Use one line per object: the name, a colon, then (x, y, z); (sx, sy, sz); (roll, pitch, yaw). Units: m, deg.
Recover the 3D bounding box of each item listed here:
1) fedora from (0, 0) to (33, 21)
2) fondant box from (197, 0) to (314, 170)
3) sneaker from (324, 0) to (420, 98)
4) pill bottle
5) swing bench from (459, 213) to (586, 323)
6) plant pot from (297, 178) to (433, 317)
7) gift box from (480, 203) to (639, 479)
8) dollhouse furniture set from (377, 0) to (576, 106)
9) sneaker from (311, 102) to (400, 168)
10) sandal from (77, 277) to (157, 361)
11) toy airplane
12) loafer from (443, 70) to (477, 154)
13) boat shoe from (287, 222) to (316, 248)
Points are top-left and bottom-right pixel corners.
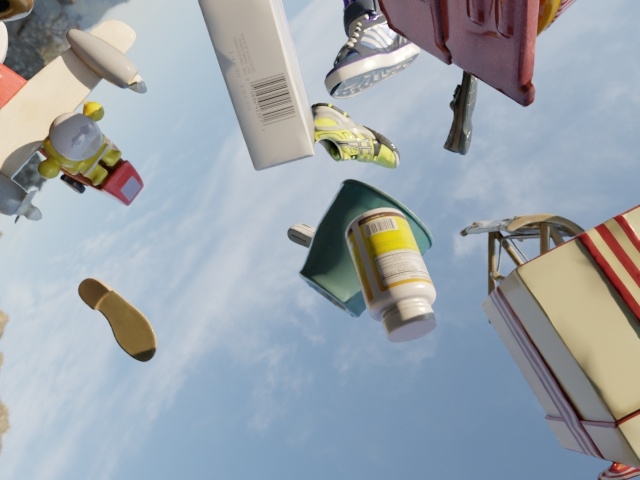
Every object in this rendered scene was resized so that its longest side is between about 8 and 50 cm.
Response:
fedora: (-0.507, -0.372, 0.645); (0.194, 0.194, 0.079); (3, -85, 51)
fondant box: (-0.084, -0.276, 0.770); (0.096, 0.239, 0.330); (-15, -158, 4)
sneaker: (0.083, -0.501, 1.147); (0.322, 0.236, 0.130); (-32, 178, -31)
pill bottle: (0.122, 0.058, 0.799); (0.117, 0.117, 0.215); (-33, -126, 27)
swing bench: (0.461, 0.060, 1.034); (0.165, 0.255, 0.253); (-18, -179, -4)
plant pot: (0.090, 0.036, 1.134); (0.255, 0.271, 0.271); (-54, -146, -9)
gift box: (0.386, 0.124, 0.586); (0.254, 0.276, 0.258); (-28, -112, 4)
dollhouse furniture set: (0.110, -0.277, 0.220); (0.201, 0.374, 0.152); (-43, -122, -2)
sneaker: (0.109, -0.329, 1.639); (0.145, 0.384, 0.147); (0, -111, 66)
sandal: (-0.458, 0.177, 1.099); (0.088, 0.240, 0.079); (-45, 177, 1)
toy airplane: (-0.514, -0.228, 0.881); (0.272, 0.384, 0.387); (20, -67, 40)
loafer: (0.423, -0.392, 1.434); (0.084, 0.268, 0.096); (15, -143, 27)
boat shoe: (0.000, 0.000, 1.550); (0.076, 0.226, 0.083); (-45, 160, -45)
